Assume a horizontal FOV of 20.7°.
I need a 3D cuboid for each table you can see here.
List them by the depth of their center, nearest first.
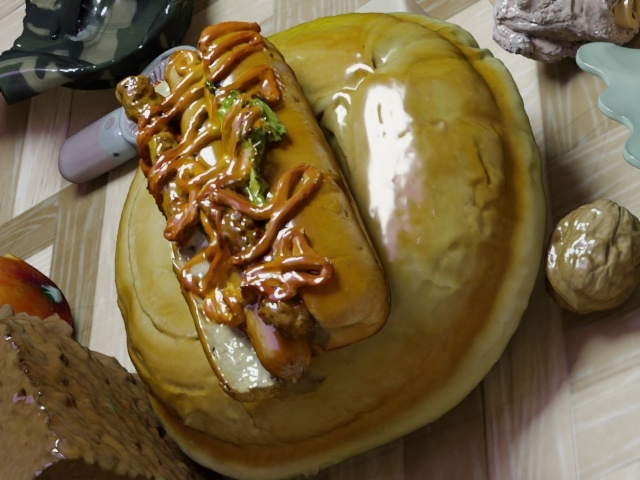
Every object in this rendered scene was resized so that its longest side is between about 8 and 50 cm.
[{"bbox_3d":[0.298,-0.108,1.377,0.166,0.166,0.198,-39,31,17],"label":"table"}]

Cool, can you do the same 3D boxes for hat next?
[{"bbox_3d":[-0.290,-0.269,2.165,0.382,0.257,0.366,116,178,-70],"label":"hat"}]

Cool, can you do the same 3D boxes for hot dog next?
[{"bbox_3d":[-0.063,-0.036,1.387,0.158,0.117,0.349,-35,51,19],"label":"hot dog"}]

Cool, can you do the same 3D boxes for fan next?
[{"bbox_3d":[-0.208,-0.131,1.990,0.244,0.074,0.130,-26,44,32],"label":"fan"}]

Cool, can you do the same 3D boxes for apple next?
[{"bbox_3d":[-0.375,0.092,1.894,0.199,0.199,0.199,-28,43,29],"label":"apple"}]

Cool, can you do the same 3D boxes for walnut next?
[{"bbox_3d":[0.222,0.016,1.412,0.096,0.082,0.079,-65,7,-26],"label":"walnut"}]

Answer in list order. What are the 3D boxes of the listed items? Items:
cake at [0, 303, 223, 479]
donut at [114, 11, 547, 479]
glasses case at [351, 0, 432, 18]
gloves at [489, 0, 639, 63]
[{"bbox_3d":[-0.261,0.252,1.588,0.290,0.255,0.282,-51,38,8],"label":"cake"},{"bbox_3d":[0.000,0.000,1.533,0.449,0.198,0.449,-17,60,33],"label":"donut"},{"bbox_3d":[-0.024,-0.112,1.776,0.336,0.076,0.144,-30,41,26],"label":"glasses case"},{"bbox_3d":[0.219,-0.207,1.583,0.144,0.110,0.094,14,113,52],"label":"gloves"}]
